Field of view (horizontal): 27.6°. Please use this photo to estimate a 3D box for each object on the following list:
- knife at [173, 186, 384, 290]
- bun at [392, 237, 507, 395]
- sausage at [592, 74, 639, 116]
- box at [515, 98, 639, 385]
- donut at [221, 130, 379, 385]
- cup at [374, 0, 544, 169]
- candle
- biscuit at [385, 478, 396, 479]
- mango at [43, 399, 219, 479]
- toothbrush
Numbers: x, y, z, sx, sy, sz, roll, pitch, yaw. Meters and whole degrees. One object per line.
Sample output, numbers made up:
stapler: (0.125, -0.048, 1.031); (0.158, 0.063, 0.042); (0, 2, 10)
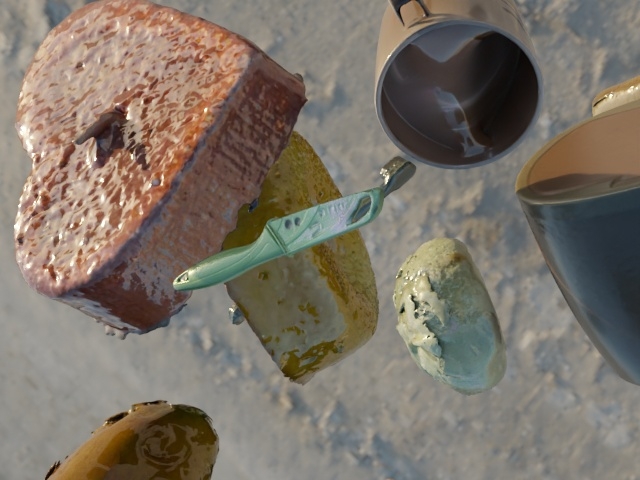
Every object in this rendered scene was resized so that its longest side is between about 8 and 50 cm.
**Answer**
knife: (-0.034, 0.001, 0.892); (0.207, 0.014, 0.030); (-21, 73, 40)
bun: (0.181, 0.116, 1.877); (0.239, 0.141, 0.239); (-22, -90, -89)
sausage: (0.482, -0.216, 1.778); (0.066, 0.066, 0.301); (51, 148, -8)
box: (0.349, -0.009, 1.206); (0.301, 0.301, 0.216); (-2, 114, 49)
donut: (-0.027, 0.005, 1.365); (0.108, 0.277, 0.277); (-24, 112, 13)
cup: (0.142, -0.239, 1.543); (0.191, 0.200, 0.253); (-28, 120, 19)
candle: (-0.155, -0.091, 1.165); (0.287, 0.317, 0.131); (-21, 147, 26)
biscuit: (0.045, 0.349, 1.441); (0.036, 0.165, 0.250); (23, 134, -5)
mango: (-0.170, 0.238, 1.135); (0.156, 0.248, 0.151); (24, 132, 13)
toothbrush: (0.000, 0.000, 1.602); (0.030, 0.297, 0.030); (44, 175, 45)
